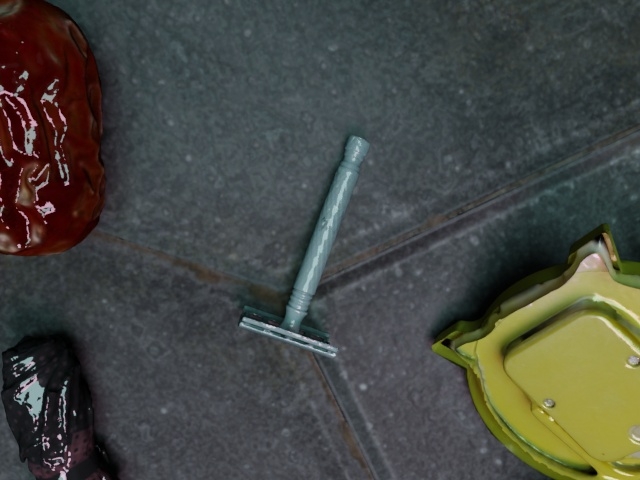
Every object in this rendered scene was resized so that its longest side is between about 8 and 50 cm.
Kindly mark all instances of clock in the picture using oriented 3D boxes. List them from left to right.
[{"bbox_3d":[0.296,0.141,0.570,0.293,0.071,0.277,50,127,-2],"label":"clock"}]

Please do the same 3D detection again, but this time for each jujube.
[{"bbox_3d":[-0.276,-0.102,0.497,0.155,0.155,0.230,-2,108,-5],"label":"jujube"}]

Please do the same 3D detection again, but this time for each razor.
[{"bbox_3d":[0.000,0.000,0.581,0.106,0.068,0.231,19,91,-8],"label":"razor"}]

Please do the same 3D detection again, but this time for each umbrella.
[{"bbox_3d":[-0.256,0.256,0.574,0.090,0.094,0.325,-9,99,24],"label":"umbrella"}]
